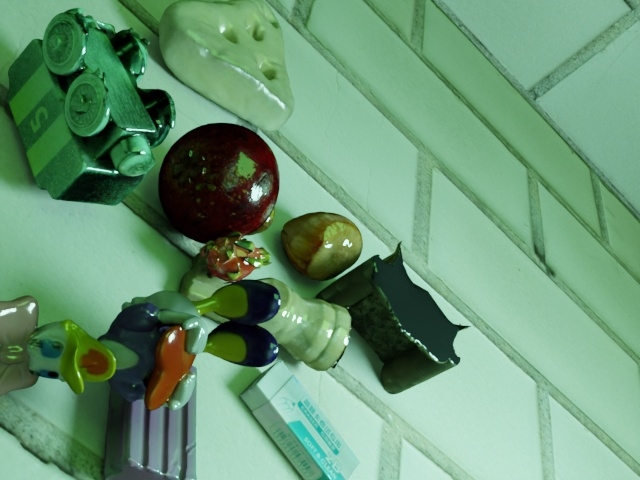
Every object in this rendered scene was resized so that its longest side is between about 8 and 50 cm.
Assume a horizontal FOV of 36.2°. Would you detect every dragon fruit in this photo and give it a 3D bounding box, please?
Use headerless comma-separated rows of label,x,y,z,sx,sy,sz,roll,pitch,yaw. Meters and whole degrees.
dragon fruit,-0.139,0.028,1.620,0.116,0.081,0.086,-8,26,-41

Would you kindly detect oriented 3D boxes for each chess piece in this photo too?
chess piece,-0.101,0.118,1.680,0.301,0.137,0.137,25,39,-22

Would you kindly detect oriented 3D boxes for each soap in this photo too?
soap,-0.237,0.254,1.380,0.122,0.065,0.203,29,38,-32

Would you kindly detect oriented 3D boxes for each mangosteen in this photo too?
mangosteen,-0.160,-0.092,1.713,0.257,0.215,0.215,26,37,-62

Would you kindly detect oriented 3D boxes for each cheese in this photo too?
cheese,-0.207,-0.425,2.050,0.328,0.129,0.351,26,40,-39

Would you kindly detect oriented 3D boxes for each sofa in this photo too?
sofa,0.127,0.161,1.874,0.258,0.200,0.182,51,42,-5

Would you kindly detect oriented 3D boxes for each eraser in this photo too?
eraser,-0.032,0.315,1.618,0.225,0.052,0.095,52,32,-2

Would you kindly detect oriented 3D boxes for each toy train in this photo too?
toy train,-0.362,-0.206,1.507,0.167,0.238,0.299,6,52,-51

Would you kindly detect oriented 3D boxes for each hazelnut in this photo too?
hazelnut,0.000,0.000,1.905,0.150,0.150,0.150,35,35,-29

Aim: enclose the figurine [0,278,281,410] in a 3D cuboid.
figurine,-0.246,0.130,1.309,0.193,0.154,0.421,28,26,37
